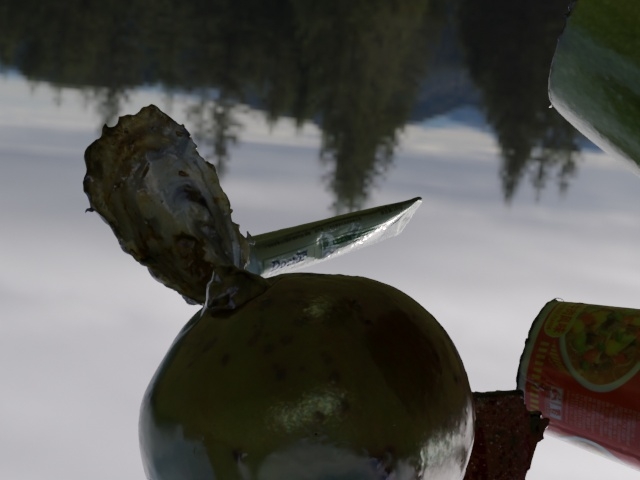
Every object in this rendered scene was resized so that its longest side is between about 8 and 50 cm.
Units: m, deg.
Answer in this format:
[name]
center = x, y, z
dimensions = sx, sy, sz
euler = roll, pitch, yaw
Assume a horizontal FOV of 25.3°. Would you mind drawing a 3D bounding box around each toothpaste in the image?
[toothpaste]
center = 0.000, 0.000, 1.330
dimensions = 0.218, 0.064, 0.041
euler = -16, -118, -32

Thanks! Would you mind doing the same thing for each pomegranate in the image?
[pomegranate]
center = 0.000, 0.133, 0.831
dimensions = 0.198, 0.246, 0.198
euler = -15, 154, -7

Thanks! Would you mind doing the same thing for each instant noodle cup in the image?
[instant noodle cup]
center = 0.304, 0.137, 1.338
dimensions = 0.212, 0.193, 0.193
euler = 13, -169, 29

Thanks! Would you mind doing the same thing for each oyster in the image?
[oyster]
center = -0.116, -0.019, 1.125
dimensions = 0.177, 0.105, 0.056
euler = 45, 151, -19

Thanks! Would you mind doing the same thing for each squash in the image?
[squash]
center = 0.282, -0.088, 0.849
dimensions = 0.260, 0.189, 0.189
euler = 34, -161, 21

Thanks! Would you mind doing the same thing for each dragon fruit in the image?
[dragon fruit]
center = 0.066, 0.206, 1.231
dimensions = 0.262, 0.162, 0.189
euler = -8, -167, -14
